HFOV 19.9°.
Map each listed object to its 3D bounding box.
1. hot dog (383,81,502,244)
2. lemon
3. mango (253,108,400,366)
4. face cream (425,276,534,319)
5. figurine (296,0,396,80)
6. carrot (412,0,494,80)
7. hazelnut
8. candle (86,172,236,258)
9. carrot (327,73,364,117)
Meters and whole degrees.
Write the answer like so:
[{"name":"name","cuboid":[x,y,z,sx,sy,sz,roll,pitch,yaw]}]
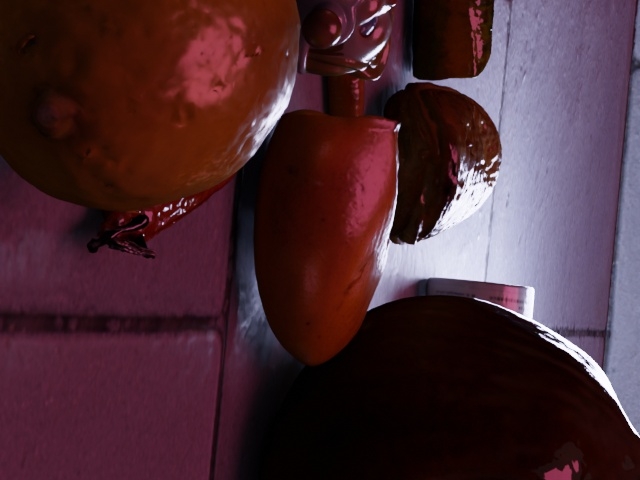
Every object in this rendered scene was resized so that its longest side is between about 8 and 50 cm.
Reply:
[{"name":"hot dog","cuboid":[0.139,-0.093,2.210,0.272,0.122,0.196,-32,126,-71]},{"name":"lemon","cuboid":[-0.130,-0.137,1.284,0.263,0.235,0.236,-108,-166,-69]},{"name":"mango","cuboid":[0.000,0.000,1.826,0.187,0.138,0.257,-25,123,-88]},{"name":"face cream","cuboid":[0.192,0.238,2.408,0.145,0.145,0.370,11,86,-70]},{"name":"figurine","cuboid":[0.004,-0.268,1.748,0.274,0.133,0.194,67,37,-58]},{"name":"carrot","cuboid":[0.168,-0.348,2.233,0.114,0.114,0.302,-35,129,-65]},{"name":"hazelnut","cuboid":[0.134,0.263,1.958,0.429,0.402,0.402,-34,126,-72]},{"name":"candle","cuboid":[-0.128,-0.052,1.561,0.302,0.059,0.084,-47,126,-63]},{"name":"carrot","cuboid":[0.029,-0.112,2.012,0.043,0.043,0.248,-45,138,-61]}]
